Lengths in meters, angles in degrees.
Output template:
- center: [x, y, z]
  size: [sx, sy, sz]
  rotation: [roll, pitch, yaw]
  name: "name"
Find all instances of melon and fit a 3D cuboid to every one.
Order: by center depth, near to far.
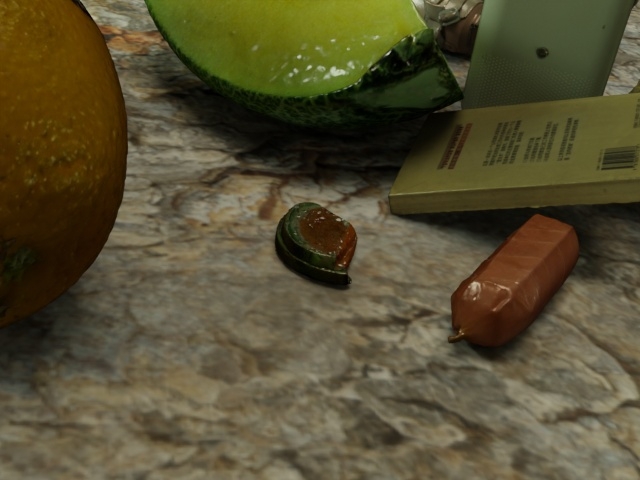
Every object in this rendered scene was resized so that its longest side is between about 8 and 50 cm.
- center: [0.004, -0.221, 0.960]
  size: [0.331, 0.226, 0.344]
  rotation: [7, 43, -26]
  name: "melon"

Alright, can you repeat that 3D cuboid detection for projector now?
- center: [0.266, -0.249, 1.047]
  size: [0.163, 0.243, 0.177]
  rotation: [16, 33, 12]
  name: "projector"

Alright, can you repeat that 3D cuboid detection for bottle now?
- center: [0.164, -0.304, 1.244]
  size: [0.152, 0.099, 0.099]
  rotation: [34, 38, 27]
  name: "bottle"

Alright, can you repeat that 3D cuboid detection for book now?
- center: [0.191, -0.081, 0.853]
  size: [0.230, 0.026, 0.161]
  rotation: [-2, 35, 26]
  name: "book"

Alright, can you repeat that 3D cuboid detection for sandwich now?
- center: [-0.003, -0.002, 0.772]
  size: [0.069, 0.026, 0.101]
  rotation: [10, 31, 0]
  name: "sandwich"

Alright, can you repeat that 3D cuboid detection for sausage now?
- center: [0.152, 0.033, 0.731]
  size: [0.065, 0.065, 0.169]
  rotation: [25, 33, 22]
  name: "sausage"

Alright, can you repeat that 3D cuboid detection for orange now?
- center: [-0.255, -0.069, 0.581]
  size: [0.274, 0.274, 0.274]
  rotation: [8, 32, -5]
  name: "orange"

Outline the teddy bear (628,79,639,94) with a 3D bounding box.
- center: [0.397, -0.076, 0.896]
  size: [0.267, 0.156, 0.256]
  rotation: [-16, 39, -34]
  name: "teddy bear"
